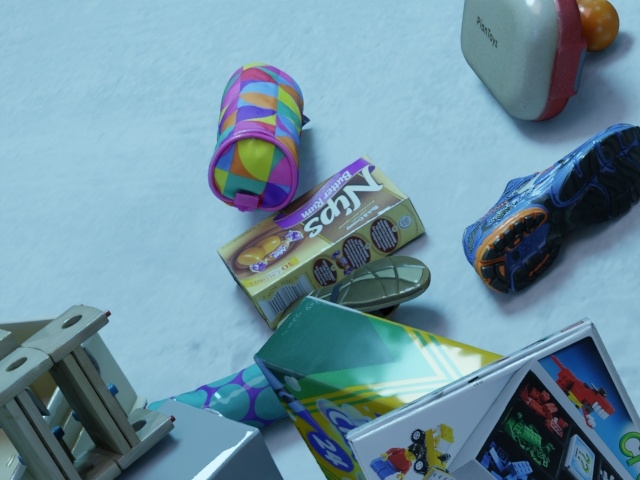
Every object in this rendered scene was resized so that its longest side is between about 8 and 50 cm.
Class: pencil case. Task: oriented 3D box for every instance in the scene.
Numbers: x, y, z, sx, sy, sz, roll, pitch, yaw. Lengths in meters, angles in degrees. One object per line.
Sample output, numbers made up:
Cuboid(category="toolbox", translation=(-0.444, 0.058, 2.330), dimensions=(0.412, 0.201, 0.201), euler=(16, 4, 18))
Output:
Cuboid(category="pencil case", translation=(-0.090, 0.155, 1.840), dimensions=(0.152, 0.064, 0.070), euler=(-23, 52, 6))
Cuboid(category="pencil case", translation=(-0.066, -0.108, 2.082), dimensions=(0.104, 0.104, 0.236), euler=(-21, 20, 10))

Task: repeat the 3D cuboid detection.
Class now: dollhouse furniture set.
Cuboid(category="dollhouse furniture set", translation=(-0.246, 0.139, 1.745), dimensions=(0.129, 0.129, 0.184), euler=(-38, 23, -24))

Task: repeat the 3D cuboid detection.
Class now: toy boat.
Cuboid(category="toy boat", translation=(0.241, -0.227, 2.055), dimensions=(0.151, 0.151, 0.231), euler=(-3, 32, -17))

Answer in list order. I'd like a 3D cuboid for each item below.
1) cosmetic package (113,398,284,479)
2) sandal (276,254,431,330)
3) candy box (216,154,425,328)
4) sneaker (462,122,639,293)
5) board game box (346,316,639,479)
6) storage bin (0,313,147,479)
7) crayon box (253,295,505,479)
Cuboid(category="cosmetic package", translation=(-0.152, 0.258, 1.710), dimensions=(0.127, 0.107, 0.238), euler=(16, 47, 44))
Cuboid(category="sandal", translation=(0.037, 0.065, 1.887), dimensions=(0.180, 0.049, 0.072), euler=(-25, 27, 31))
Cuboid(category="candy box", translation=(0.000, 0.000, 1.982), dimensions=(0.187, 0.053, 0.109), euler=(-33, 35, -5))
Cuboid(category="sneaker", translation=(0.220, -0.044, 1.867), dimensions=(0.221, 0.083, 0.087), euler=(-35, 31, -13))
Cuboid(category="board game box", translation=(0.170, 0.232, 1.388), dimensions=(0.193, 0.305, 0.053), euler=(-25, 1, 3))
Cuboid(category="storage bin", translation=(-0.342, 0.210, 1.891), dimensions=(0.262, 0.123, 0.260), euler=(-5, 41, 28))
Cuboid(category="crayon box", translation=(0.115, 0.171, 1.562), dimensions=(0.323, 0.203, 0.083), euler=(14, 54, 44))
